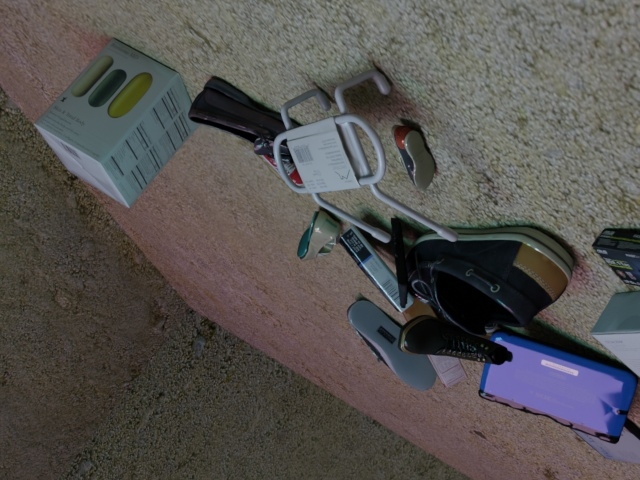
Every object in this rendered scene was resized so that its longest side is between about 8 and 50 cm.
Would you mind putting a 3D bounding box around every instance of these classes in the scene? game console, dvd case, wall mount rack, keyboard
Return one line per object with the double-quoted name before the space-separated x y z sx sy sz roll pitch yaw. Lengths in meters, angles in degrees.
"game console" 0.495 0.292 1.842 0.293 0.173 0.250 17 121 19
"dvd case" 0.677 0.456 2.039 0.180 0.022 0.253 40 163 -10
"wall mount rack" 0.067 -0.112 1.452 0.350 0.130 0.304 0 115 63
"keyboard" 0.156 0.033 1.737 0.023 0.180 0.108 -7 136 3

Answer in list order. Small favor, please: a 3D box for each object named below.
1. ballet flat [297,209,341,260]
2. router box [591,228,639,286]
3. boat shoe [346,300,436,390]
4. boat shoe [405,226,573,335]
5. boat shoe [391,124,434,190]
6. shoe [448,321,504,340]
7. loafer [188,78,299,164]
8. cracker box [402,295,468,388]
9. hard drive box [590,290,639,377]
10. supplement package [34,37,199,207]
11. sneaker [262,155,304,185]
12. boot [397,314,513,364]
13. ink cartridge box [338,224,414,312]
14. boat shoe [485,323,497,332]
"ballet flat" 0.000 0.000 2.091 0.086 0.086 0.248 36 162 2
"router box" 0.468 0.030 1.287 0.092 0.038 0.122 44 168 -20
"boat shoe" 0.187 0.287 2.405 0.306 0.113 0.105 40 169 0
"boat shoe" 0.269 0.084 1.647 0.187 0.156 0.500 39 164 -14
"boat shoe" 0.153 -0.138 1.472 0.043 0.049 0.137 29 159 39
"shoe" 0.382 0.210 1.933 0.219 0.058 0.076 22 138 29
"loafer" -0.126 -0.207 1.751 0.302 0.095 0.109 32 163 14
"cracker box" 0.261 0.228 2.076 0.155 0.067 0.232 61 -179 39
"hard drive box" 0.580 0.183 1.403 0.232 0.089 0.181 40 162 -11
"supplement package" -0.439 -0.257 1.947 0.199 0.262 0.198 30 161 20
"sneaker" -0.075 -0.163 1.859 0.118 0.042 0.067 39 166 1
"boot" 0.252 0.192 1.644 0.198 0.076 0.137 0 -167 -43
"ink cartridge box" 0.118 0.064 1.911 0.206 0.045 0.208 51 180 4
"boat shoe" 0.317 0.146 1.891 0.142 0.049 0.040 36 163 10
